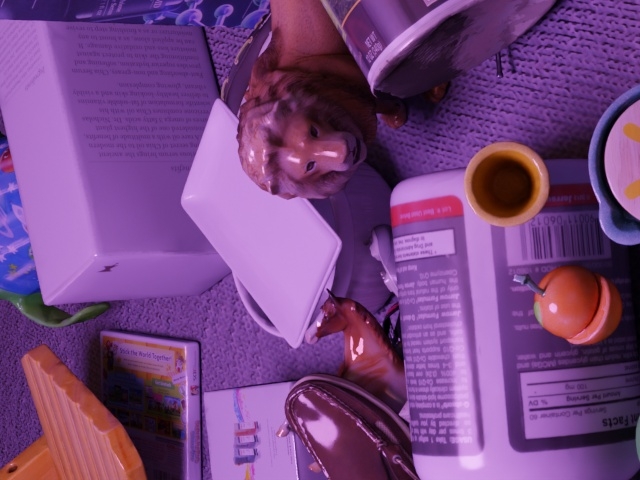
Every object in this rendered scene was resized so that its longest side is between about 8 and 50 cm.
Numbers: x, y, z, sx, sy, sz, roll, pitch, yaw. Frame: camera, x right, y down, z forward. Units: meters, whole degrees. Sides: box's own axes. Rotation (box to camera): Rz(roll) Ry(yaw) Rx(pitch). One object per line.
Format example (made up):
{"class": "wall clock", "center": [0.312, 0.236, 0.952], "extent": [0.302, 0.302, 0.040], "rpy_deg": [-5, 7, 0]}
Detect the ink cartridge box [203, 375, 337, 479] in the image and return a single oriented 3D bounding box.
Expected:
{"class": "ink cartridge box", "center": [-0.028, 0.218, 1.801], "extent": [0.176, 0.128, 0.127], "rpy_deg": [-11, 83, 54]}

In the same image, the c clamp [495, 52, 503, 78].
{"class": "c clamp", "center": [0.210, -0.250, 1.552], "extent": [0.161, 0.022, 0.137], "rpy_deg": [-35, 60, 50]}

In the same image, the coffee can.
{"class": "coffee can", "center": [0.069, -0.298, 1.497], "extent": [0.201, 0.201, 0.275], "rpy_deg": [-42, 73, 46]}

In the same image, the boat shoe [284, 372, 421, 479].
{"class": "boat shoe", "center": [0.061, 0.234, 1.580], "extent": [0.257, 0.095, 0.095], "rpy_deg": [43, 111, 5]}

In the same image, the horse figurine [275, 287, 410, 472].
{"class": "horse figurine", "center": [0.077, 0.185, 1.650], "extent": [0.263, 0.066, 0.174], "rpy_deg": [33, 103, 5]}

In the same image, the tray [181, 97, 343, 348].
{"class": "tray", "center": [-0.059, -0.022, 1.731], "extent": [0.270, 0.030, 0.145], "rpy_deg": [50, 128, 39]}

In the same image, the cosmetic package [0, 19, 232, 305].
{"class": "cosmetic package", "center": [-0.257, -0.162, 2.004], "extent": [0.161, 0.230, 0.453], "rpy_deg": [-36, 63, 49]}

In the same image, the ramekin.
{"class": "ramekin", "center": [0.000, 0.000, 1.769], "extent": [0.207, 0.109, 0.207], "rpy_deg": [5, 96, 52]}

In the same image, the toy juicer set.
{"class": "toy juicer set", "center": [0.295, -0.029, 1.283], "extent": [0.329, 0.089, 0.209], "rpy_deg": [-22, 86, 10]}

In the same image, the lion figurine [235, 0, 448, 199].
{"class": "lion figurine", "center": [0.001, -0.231, 1.645], "extent": [0.142, 0.240, 0.392], "rpy_deg": [-23, 73, 51]}

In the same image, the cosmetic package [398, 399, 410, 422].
{"class": "cosmetic package", "center": [0.140, 0.185, 1.583], "extent": [0.041, 0.115, 0.060], "rpy_deg": [-56, 11, -18]}

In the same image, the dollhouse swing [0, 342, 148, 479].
{"class": "dollhouse swing", "center": [-0.367, 0.371, 2.101], "extent": [0.347, 0.315, 0.305], "rpy_deg": [38, 162, 45]}

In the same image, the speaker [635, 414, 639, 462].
{"class": "speaker", "center": [0.383, 0.122, 1.253], "extent": [0.296, 0.131, 0.131], "rpy_deg": [-37, 63, 48]}

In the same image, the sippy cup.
{"class": "sippy cup", "center": [-0.366, -0.055, 2.179], "extent": [0.224, 0.305, 0.240], "rpy_deg": [-19, 33, 41]}

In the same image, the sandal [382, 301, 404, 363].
{"class": "sandal", "center": [0.090, 0.101, 1.710], "extent": [0.067, 0.040, 0.179], "rpy_deg": [38, 122, 45]}

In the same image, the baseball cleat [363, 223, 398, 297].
{"class": "baseball cleat", "center": [0.128, 0.053, 1.626], "extent": [0.109, 0.072, 0.206], "rpy_deg": [-32, 64, 8]}

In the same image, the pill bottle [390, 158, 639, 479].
{"class": "pill bottle", "center": [0.179, 0.117, 1.452], "extent": [0.210, 0.210, 0.362], "rpy_deg": [-8, 85, 53]}

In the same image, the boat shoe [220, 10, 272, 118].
{"class": "boat shoe", "center": [-0.057, -0.215, 1.854], "extent": [0.068, 0.081, 0.227], "rpy_deg": [56, 136, 29]}

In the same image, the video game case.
{"class": "video game case", "center": [-0.227, 0.229, 2.154], "extent": [0.227, 0.026, 0.206], "rpy_deg": [3, 94, 54]}

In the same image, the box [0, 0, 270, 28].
{"class": "box", "center": [-0.205, -0.410, 1.779], "extent": [0.293, 0.395, 0.212], "rpy_deg": [-57, 50, 39]}
